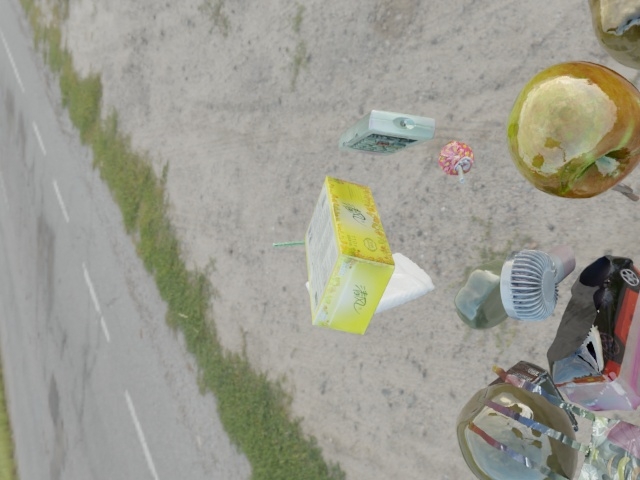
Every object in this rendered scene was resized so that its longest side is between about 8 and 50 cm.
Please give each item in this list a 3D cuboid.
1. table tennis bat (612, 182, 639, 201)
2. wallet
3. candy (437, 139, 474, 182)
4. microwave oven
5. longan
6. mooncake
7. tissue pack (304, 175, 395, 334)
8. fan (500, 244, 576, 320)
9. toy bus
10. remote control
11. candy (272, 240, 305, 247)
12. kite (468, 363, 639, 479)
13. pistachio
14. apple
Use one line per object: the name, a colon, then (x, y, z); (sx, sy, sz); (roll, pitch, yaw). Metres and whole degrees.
table tennis bat: (0.900, -0.113, 1.609); (0.119, 0.169, 0.107); (-66, 23, 6)
wallet: (0.077, 0.071, 0.818); (0.124, 0.182, 0.032); (-130, 25, -59)
candy: (0.437, -0.234, 1.657); (0.124, 0.365, 0.124); (4, 110, 11)
microwave oven: (0.754, 0.575, 1.841); (0.248, 0.188, 0.178); (59, 173, -6)
longan: (0.490, 0.504, 1.326); (0.350, 0.288, 0.289); (134, 130, -70)
mooncake: (0.584, 0.185, 1.814); (0.135, 0.274, 0.275); (44, 122, 39)
tissue pack: (0.027, 0.011, 0.591); (0.176, 0.062, 0.095); (-100, 26, -58)
fan: (0.418, 0.067, 0.985); (0.074, 0.244, 0.130); (-3, 103, 46)
toy bus: (0.542, 0.172, 0.988); (0.147, 0.303, 0.127); (43, 145, -3)
remote control: (0.140, -0.242, 1.213); (0.344, 0.145, 0.050); (-164, 81, -81)
candy: (0.000, 0.000, 1.039); (0.062, 0.193, 0.058); (-132, 40, -68)
kite: (0.401, 0.310, 0.751); (0.360, 0.204, 0.022); (28, 149, 18)
pistachio: (0.651, -0.426, 1.044); (0.163, 0.260, 0.213); (-50, 42, 16)
apple: (0.374, -0.165, 0.773); (0.195, 0.195, 0.196); (-4, 85, 53)
